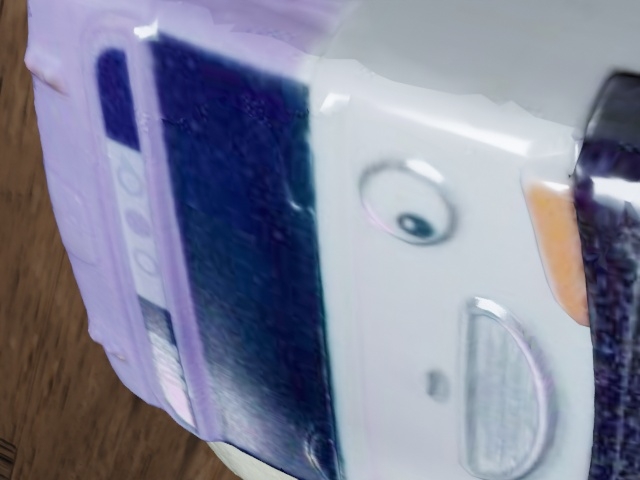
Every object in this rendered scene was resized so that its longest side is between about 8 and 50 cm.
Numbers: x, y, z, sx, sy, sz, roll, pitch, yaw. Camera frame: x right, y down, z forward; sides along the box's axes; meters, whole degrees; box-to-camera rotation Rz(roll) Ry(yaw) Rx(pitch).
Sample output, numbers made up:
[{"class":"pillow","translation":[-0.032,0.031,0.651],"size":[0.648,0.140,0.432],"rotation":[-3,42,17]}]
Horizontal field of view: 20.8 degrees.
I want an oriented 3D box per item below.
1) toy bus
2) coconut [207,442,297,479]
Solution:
[{"class":"toy bus","translation":[0.086,-0.112,0.616],"size":[0.249,0.440,0.209],"rotation":[16,140,18]},{"class":"coconut","translation":[0.000,0.000,0.956],"size":[0.237,0.237,0.266],"rotation":[-1,139,32]}]
